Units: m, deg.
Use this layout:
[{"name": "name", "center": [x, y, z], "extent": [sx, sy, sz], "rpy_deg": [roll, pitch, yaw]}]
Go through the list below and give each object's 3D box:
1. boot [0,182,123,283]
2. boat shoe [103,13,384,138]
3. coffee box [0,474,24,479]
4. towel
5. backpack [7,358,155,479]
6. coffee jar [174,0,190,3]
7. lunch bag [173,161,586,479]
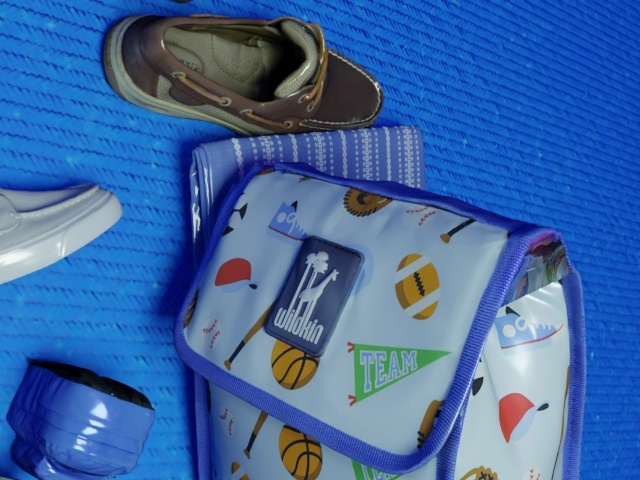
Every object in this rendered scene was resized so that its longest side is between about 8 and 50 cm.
[{"name": "boot", "center": [-0.287, -0.026, 0.654], "extent": [0.258, 0.095, 0.124], "rpy_deg": [-29, 112, -37]}, {"name": "boat shoe", "center": [-0.045, -0.169, 0.852], "extent": [0.341, 0.123, 0.123], "rpy_deg": [8, 82, -40]}, {"name": "coffee box", "center": [-0.312, 0.219, 0.618], "extent": [0.184, 0.040, 0.113], "rpy_deg": [19, 74, -18]}, {"name": "towel", "center": [0.000, 0.000, 0.915], "extent": [0.336, 0.040, 0.243], "rpy_deg": [-11, 103, -42]}, {"name": "backpack", "center": [-0.201, 0.162, 0.699], "extent": [0.098, 0.120, 0.101], "rpy_deg": [25, 71, -37]}, {"name": "coffee jar", "center": [-0.145, -0.329, 0.797], "extent": [0.079, 0.096, 0.184], "rpy_deg": [-37, 109, -32]}, {"name": "lunch bag", "center": [0.044, 0.139, 0.725], "extent": [0.238, 0.327, 0.386], "rpy_deg": [-15, 114, -42]}]
